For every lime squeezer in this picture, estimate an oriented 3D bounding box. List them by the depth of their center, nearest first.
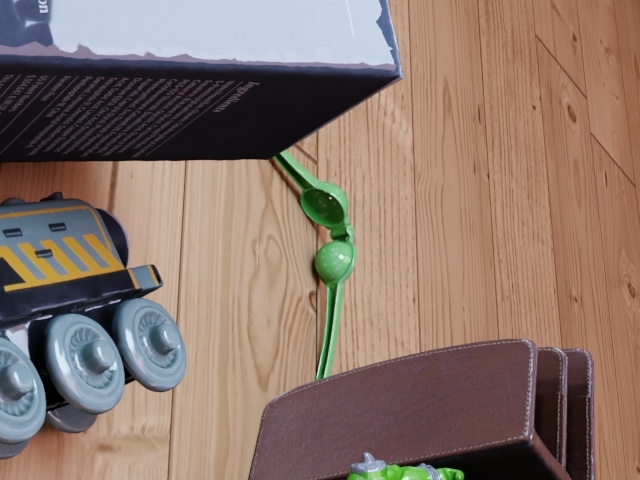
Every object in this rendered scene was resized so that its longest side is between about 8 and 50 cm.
[{"bbox_3d":[0.000,0.000,1.515,0.110,0.058,0.310,-14,89,-62],"label":"lime squeezer"}]

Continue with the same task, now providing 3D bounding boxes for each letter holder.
[{"bbox_3d":[0.106,0.177,1.353,0.152,0.301,0.214,50,36,-37],"label":"letter holder"}]

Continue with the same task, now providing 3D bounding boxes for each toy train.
[{"bbox_3d":[-0.230,0.056,0.994,0.334,0.142,0.190,-13,78,-62],"label":"toy train"}]

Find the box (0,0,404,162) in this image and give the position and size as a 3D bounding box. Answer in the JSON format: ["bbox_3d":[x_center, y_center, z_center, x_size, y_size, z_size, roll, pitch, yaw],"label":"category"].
[{"bbox_3d":[-0.176,-0.224,0.981,0.395,0.212,0.294,-2,76,-32],"label":"box"}]

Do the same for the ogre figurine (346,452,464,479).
[{"bbox_3d":[0.047,0.265,1.157,0.118,0.097,0.197,40,87,-27],"label":"ogre figurine"}]
